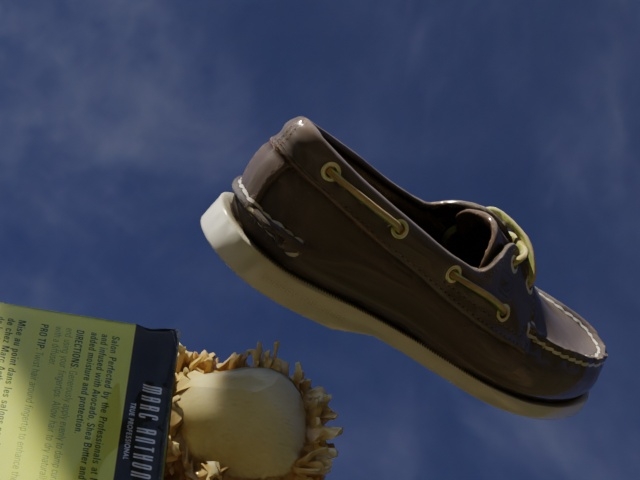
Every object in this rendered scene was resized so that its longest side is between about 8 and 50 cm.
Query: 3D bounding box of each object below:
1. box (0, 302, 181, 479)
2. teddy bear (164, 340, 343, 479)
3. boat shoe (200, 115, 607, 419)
[{"bbox_3d":[-0.157,0.052,0.487,0.232,0.087,0.058,9,-47,-8],"label":"box"},{"bbox_3d":[-0.132,0.156,0.764,0.338,0.245,0.113,-32,-44,14],"label":"teddy bear"},{"bbox_3d":[0.077,0.021,1.148,0.324,0.116,0.096,26,-70,-33],"label":"boat shoe"}]
